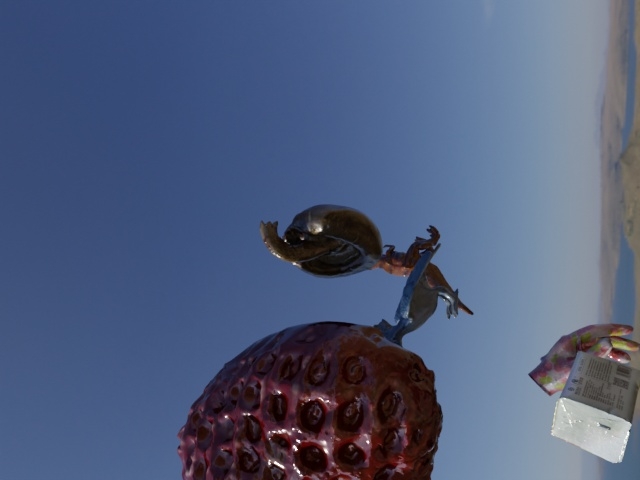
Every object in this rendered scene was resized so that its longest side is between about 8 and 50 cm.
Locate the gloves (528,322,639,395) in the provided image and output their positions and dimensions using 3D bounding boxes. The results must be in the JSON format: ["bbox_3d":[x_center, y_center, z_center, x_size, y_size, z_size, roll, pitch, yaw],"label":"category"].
[{"bbox_3d":[0.610,0.266,1.129,0.241,0.126,0.145,-47,-53,9],"label":"gloves"}]

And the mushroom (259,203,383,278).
[{"bbox_3d":[-0.001,-0.002,0.648,0.171,0.135,0.080,11,-129,-28],"label":"mushroom"}]

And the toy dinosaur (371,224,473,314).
[{"bbox_3d":[0.306,0.061,1.471,0.208,0.432,0.097,-53,-47,-19],"label":"toy dinosaur"}]

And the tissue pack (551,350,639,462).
[{"bbox_3d":[0.467,0.275,0.816,0.149,0.106,0.099,-30,-54,-46],"label":"tissue pack"}]

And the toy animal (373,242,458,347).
[{"bbox_3d":[0.196,0.122,1.002,0.239,0.177,0.255,85,-168,-69],"label":"toy animal"}]

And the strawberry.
[{"bbox_3d":[0.000,0.239,0.563,0.295,0.317,0.345,-34,-19,-36],"label":"strawberry"}]
